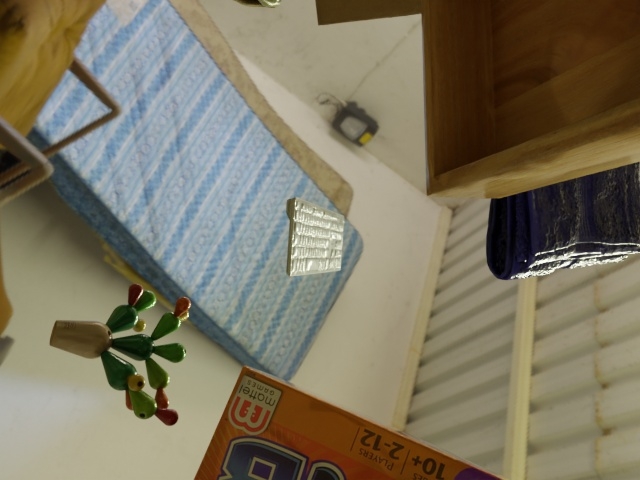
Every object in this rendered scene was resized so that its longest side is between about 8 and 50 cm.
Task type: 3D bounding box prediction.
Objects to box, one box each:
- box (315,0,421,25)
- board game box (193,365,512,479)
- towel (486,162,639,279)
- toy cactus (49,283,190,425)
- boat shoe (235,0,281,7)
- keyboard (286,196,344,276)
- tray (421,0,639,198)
[{"bbox_3d":[0.061,-0.352,0.658,0.164,0.201,0.021,3,-156,24],"label":"box"},{"bbox_3d":[0.033,0.419,0.782,0.357,0.356,0.356,-66,161,-14],"label":"board game box"},{"bbox_3d":[0.333,-0.071,0.772,0.076,0.308,0.228,5,-84,50],"label":"towel"},{"bbox_3d":[-0.261,0.138,0.793,0.112,0.180,0.219,-48,-142,38],"label":"toy cactus"},{"bbox_3d":[-0.140,-0.261,0.508,0.110,0.307,0.105,29,-60,44],"label":"boat shoe"},{"bbox_3d":[0.000,0.000,0.654,0.256,0.014,0.072,7,81,-78],"label":"keyboard"},{"bbox_3d":[0.173,-0.151,0.288,0.411,0.076,0.203,165,-75,-72],"label":"tray"}]
